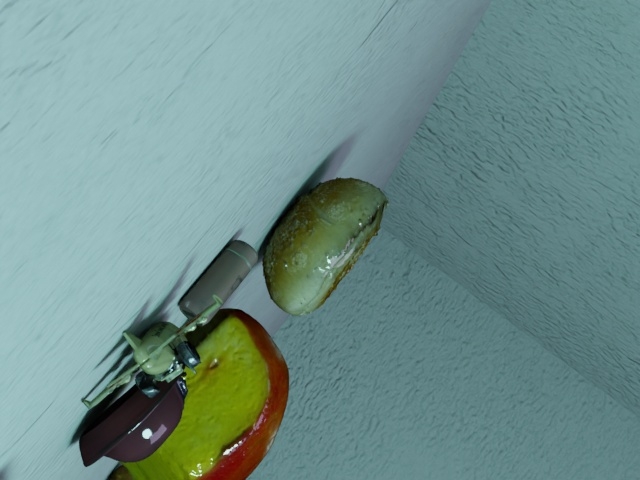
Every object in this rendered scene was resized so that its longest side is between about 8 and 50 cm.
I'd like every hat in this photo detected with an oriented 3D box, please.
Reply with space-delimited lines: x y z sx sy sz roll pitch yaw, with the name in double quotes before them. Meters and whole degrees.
"hat" -0.261 0.264 1.594 0.205 0.089 0.205 -41 -175 5

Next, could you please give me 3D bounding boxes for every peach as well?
"peach" -0.186 0.293 1.877 0.306 0.242 0.380 -44 171 -36

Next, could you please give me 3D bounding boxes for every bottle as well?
"bottle" -0.152 0.062 1.635 0.140 0.053 0.053 -52 175 -24

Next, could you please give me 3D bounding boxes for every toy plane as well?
"toy plane" -0.215 0.152 1.483 0.229 0.092 0.244 -38 173 4

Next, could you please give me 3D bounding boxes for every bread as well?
"bread" 0.000 0.000 2.030 0.305 0.158 0.305 -49 175 -6

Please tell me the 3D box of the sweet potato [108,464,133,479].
"sweet potato" -0.446 0.578 2.289 0.292 0.097 0.097 -54 175 16
